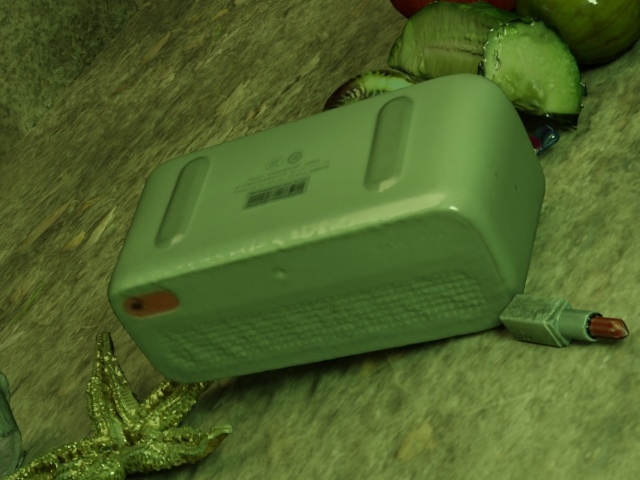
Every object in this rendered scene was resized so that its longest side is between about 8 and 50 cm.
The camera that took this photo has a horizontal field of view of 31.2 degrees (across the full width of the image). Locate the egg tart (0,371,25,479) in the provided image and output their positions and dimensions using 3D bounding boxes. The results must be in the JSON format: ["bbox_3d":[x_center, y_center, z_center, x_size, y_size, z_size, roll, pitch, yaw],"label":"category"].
[{"bbox_3d":[-0.418,0.261,1.339,0.234,0.094,0.234,22,-90,-82],"label":"egg tart"}]

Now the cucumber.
[{"bbox_3d":[0.180,-0.208,1.290,0.325,0.145,0.105,-145,72,-69],"label":"cucumber"}]

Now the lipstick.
[{"bbox_3d":[0.201,0.067,0.920,0.030,0.030,0.129,-48,25,-21],"label":"lipstick"}]

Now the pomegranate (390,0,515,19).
[{"bbox_3d":[0.188,-0.376,1.563,0.210,0.210,0.235,-36,-5,8],"label":"pomegranate"}]

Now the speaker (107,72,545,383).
[{"bbox_3d":[0.000,0.000,1.095,0.406,0.183,0.184,-14,37,25],"label":"speaker"}]

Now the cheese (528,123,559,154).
[{"bbox_3d":[0.185,-0.072,1.193,0.145,0.038,0.095,-36,23,9],"label":"cheese"}]

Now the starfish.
[{"bbox_3d":[-0.212,0.215,1.199,0.358,0.078,0.347,4,42,49],"label":"starfish"}]

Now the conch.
[{"bbox_3d":[0.081,-0.119,1.343,0.187,0.124,0.181,18,43,31],"label":"conch"}]

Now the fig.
[{"bbox_3d":[0.333,-0.304,1.280,0.259,0.151,0.151,-42,23,-18],"label":"fig"}]
